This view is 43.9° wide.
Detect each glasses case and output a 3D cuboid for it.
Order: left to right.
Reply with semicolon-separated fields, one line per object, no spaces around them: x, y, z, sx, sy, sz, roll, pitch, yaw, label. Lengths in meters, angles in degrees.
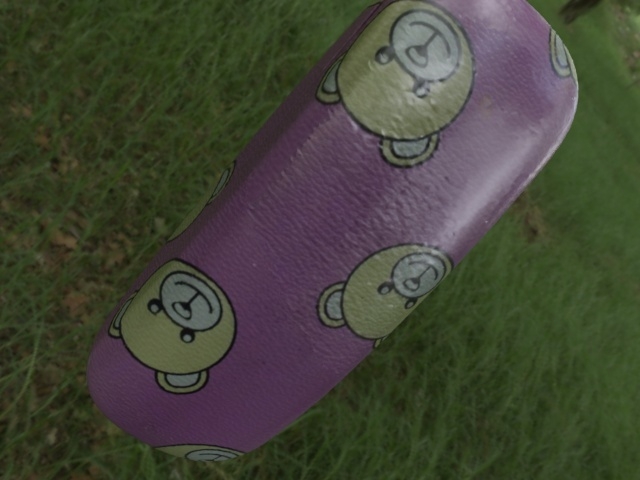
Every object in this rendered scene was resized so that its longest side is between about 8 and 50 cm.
0.000;0.000;0.426;0.123;0.316;0.076;35;17;-24;glasses case
